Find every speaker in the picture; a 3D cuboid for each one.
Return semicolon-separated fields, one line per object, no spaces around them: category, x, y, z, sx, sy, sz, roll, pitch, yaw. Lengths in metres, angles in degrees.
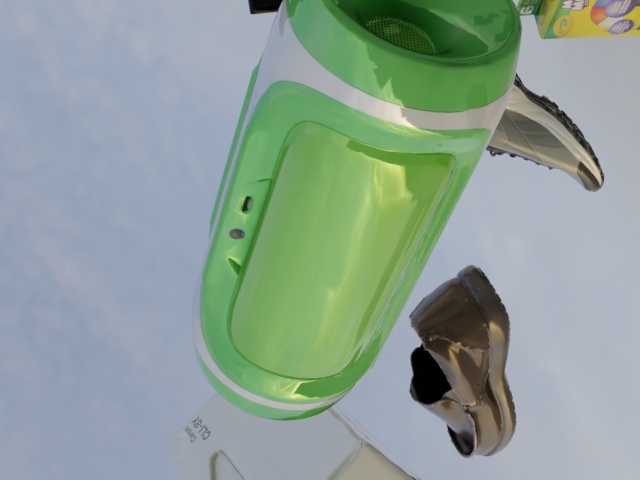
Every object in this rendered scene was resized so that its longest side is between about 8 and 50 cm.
speaker;0.007;-0.021;0.632;0.131;0.296;0.131;11;-134;-11

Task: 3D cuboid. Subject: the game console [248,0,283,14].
game console;-0.155;-0.408;1.508;0.044;0.362;0.213;-90;-6;-65

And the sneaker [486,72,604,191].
sneaker;0.268;-0.148;1.476;0.272;0.108;0.100;35;-160;-14

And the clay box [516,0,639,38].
clay box;0.384;-0.330;1.479;0.222;0.127;0.053;-5;-121;-11

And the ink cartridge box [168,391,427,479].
ink cartridge box;0.058;0.311;1.153;0.385;0.160;0.279;43;175;-27

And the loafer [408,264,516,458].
loafer;0.173;0.175;1.473;0.365;0.130;0.133;77;169;-46
